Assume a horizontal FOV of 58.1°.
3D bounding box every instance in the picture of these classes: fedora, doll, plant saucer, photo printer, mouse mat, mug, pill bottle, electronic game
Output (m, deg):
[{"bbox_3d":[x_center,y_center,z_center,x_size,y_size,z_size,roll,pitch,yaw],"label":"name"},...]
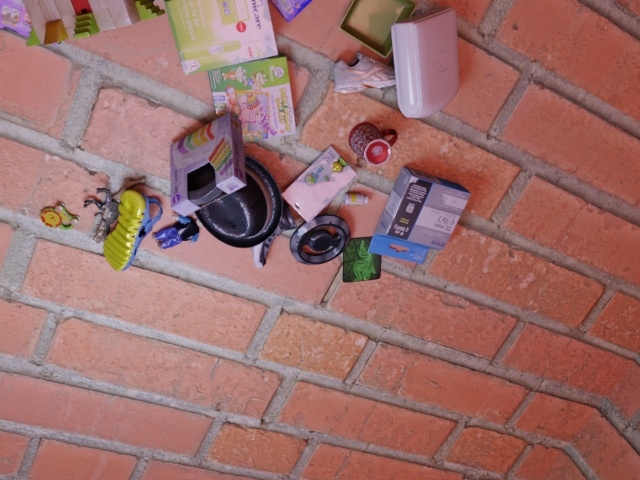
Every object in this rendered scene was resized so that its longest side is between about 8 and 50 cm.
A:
[{"bbox_3d":[-0.288,-0.119,1.846,0.334,0.152,0.334,2,105,7],"label":"fedora"},{"bbox_3d":[-0.476,-0.033,1.961,0.189,0.046,0.129,-23,119,0],"label":"doll"},{"bbox_3d":[0.173,-0.696,1.783,0.188,0.045,0.188,25,108,-22],"label":"plant saucer"},{"bbox_3d":[0.335,-0.546,1.799,0.256,0.107,0.307,-33,126,-39],"label":"photo printer"},{"bbox_3d":[0.158,0.072,2.177,0.153,0.007,0.189,-5,117,-10],"label":"mouse mat"},{"bbox_3d":[0.178,-0.326,1.894,0.150,0.169,0.113,-45,116,11],"label":"mug"},{"bbox_3d":[0.126,-0.146,2.042,0.083,0.043,0.043,1,115,-13],"label":"pill bottle"},{"bbox_3d":[0.000,0.000,2.063,0.229,0.048,0.229,-12,134,-13],"label":"electronic game"}]

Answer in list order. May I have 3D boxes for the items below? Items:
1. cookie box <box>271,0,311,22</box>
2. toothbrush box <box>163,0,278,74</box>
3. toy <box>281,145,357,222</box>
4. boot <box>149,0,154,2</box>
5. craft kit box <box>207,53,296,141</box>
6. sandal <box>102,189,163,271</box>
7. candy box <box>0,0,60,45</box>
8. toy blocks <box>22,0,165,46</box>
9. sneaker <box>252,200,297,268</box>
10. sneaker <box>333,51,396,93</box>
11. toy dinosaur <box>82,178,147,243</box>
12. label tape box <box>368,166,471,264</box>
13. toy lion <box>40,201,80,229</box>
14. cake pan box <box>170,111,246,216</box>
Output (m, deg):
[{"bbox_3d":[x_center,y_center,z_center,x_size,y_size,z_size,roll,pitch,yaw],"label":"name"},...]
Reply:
[{"bbox_3d":[-0.085,-0.722,1.715,0.107,0.040,0.092,-40,117,8],"label":"cookie box"},{"bbox_3d":[-0.287,-0.622,1.676,0.283,0.122,0.206,-14,118,-7],"label":"toothbrush box"},{"bbox_3d":[-0.006,-0.194,1.979,0.237,0.056,0.137,-44,103,3],"label":"toy"},{"bbox_3d":[-0.388,-0.749,1.560,0.348,0.131,0.260,31,90,-13],"label":"boot"},{"bbox_3d":[-0.213,-0.441,1.818,0.247,0.061,0.249,-13,118,-9],"label":"craft kit box"},{"bbox_3d":[-0.610,-0.028,1.896,0.126,0.138,0.317,43,118,18],"label":"sandal"},{"bbox_3d":[-0.782,-0.660,1.575,0.165,0.070,0.196,15,112,-19],"label":"candy box"},{"bbox_3d":[-0.619,-0.660,1.447,0.381,0.190,0.260,-3,121,19],"label":"toy blocks"},{"bbox_3d":[-0.160,-0.025,2.003,0.153,0.101,0.268,0,113,-10],"label":"sneaker"},{"bbox_3d":[0.166,-0.544,1.831,0.262,0.099,0.121,-12,111,-9],"label":"sneaker"},{"bbox_3d":[-0.688,-0.119,1.866,0.118,0.064,0.268,28,107,-38],"label":"toy dinosaur"},{"bbox_3d":[0.354,-0.065,2.093,0.249,0.115,0.347,14,110,-20],"label":"label tape box"},{"bbox_3d":[-0.852,-0.071,1.870,0.096,0.034,0.100,-35,118,13],"label":"toy lion"},{"bbox_3d":[-0.345,-0.226,1.743,0.246,0.266,0.070,-23,147,24],"label":"cake pan box"}]
